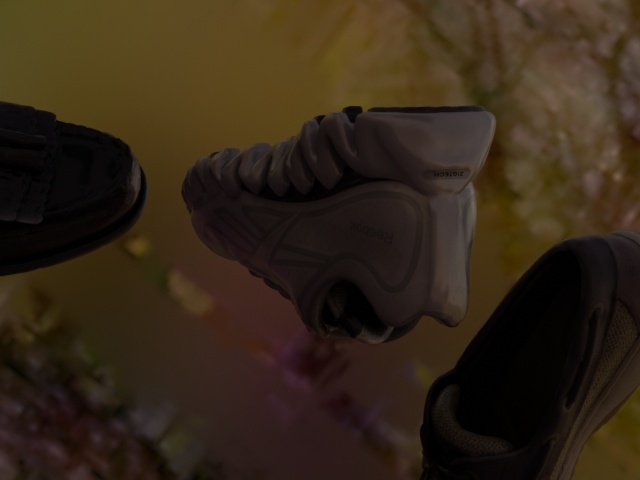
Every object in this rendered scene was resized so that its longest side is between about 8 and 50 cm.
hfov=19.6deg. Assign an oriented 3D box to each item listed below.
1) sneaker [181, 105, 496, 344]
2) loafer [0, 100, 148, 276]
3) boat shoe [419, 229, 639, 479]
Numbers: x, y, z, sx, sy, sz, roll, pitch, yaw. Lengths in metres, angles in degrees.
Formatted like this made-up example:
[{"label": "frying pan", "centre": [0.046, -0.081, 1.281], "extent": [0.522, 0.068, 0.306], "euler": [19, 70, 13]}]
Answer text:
[{"label": "sneaker", "centre": [0.000, 0.000, 1.016], "extent": [0.110, 0.118, 0.292], "euler": [-4, -3, -22]}, {"label": "loafer", "centre": [-0.262, -0.042, 1.157], "extent": [0.302, 0.109, 0.095], "euler": [-1, -35, 2]}, {"label": "boat shoe", "centre": [0.102, 0.112, 1.081], "extent": [0.092, 0.285, 0.103], "euler": [13, 27, -41]}]
